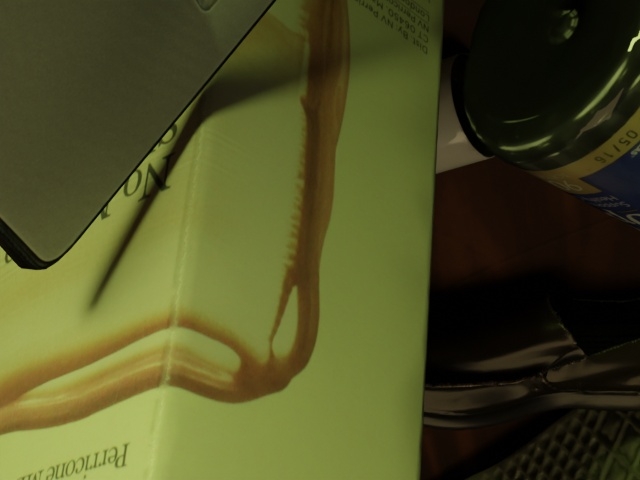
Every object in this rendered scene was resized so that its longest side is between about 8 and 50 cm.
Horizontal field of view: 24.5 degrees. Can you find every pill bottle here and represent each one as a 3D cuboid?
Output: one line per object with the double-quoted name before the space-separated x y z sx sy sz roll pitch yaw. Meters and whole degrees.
"pill bottle" 0.182 -0.052 0.654 0.219 0.122 0.123 24 145 -28

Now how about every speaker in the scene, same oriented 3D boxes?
"speaker" 0.022 -0.051 0.748 0.136 0.055 0.055 -15 144 31

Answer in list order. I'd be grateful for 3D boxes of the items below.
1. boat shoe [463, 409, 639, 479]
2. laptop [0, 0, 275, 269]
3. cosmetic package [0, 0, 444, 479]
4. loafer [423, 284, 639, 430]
"boat shoe" 0.235 0.211 1.048 0.156 0.186 0.500 12 154 -22
"laptop" 0.043 -0.197 0.333 0.236 0.408 0.382 28 163 33
"cosmetic package" -0.047 -0.001 0.602 0.129 0.296 0.153 28 142 -36
"loafer" 0.130 0.060 0.915 0.220 0.080 0.078 -5 128 -2
